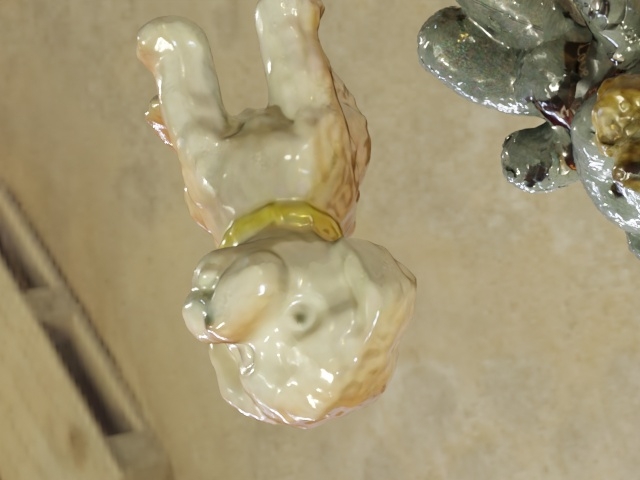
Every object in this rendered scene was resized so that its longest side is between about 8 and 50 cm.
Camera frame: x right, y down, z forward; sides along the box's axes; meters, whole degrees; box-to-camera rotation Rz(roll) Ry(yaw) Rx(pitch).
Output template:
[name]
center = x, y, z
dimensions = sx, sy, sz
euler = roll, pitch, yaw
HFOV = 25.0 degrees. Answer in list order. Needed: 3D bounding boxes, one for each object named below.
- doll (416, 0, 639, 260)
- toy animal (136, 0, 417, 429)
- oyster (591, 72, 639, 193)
[doll]
center = 0.222, -0.120, 1.245
dimensions = 0.340, 0.158, 0.246
euler = 34, 128, 10
[toy animal]
center = -0.007, 0.011, 0.647
dimensions = 0.184, 0.104, 0.185
euler = 66, -179, -59
[oyster]
center = 0.355, -0.075, 1.089
dimensions = 0.133, 0.337, 0.198
euler = 117, 156, -60
